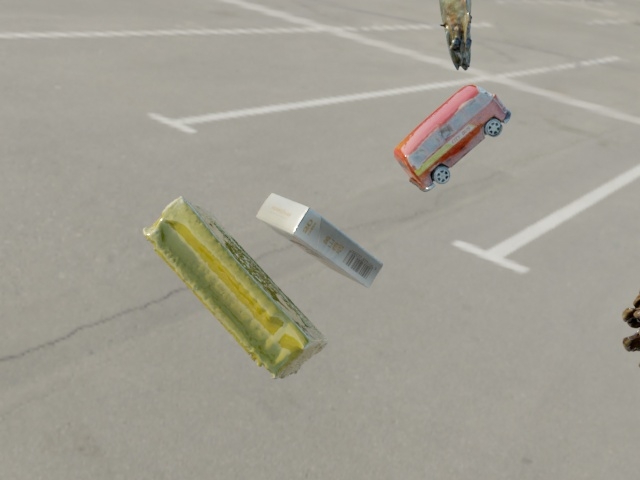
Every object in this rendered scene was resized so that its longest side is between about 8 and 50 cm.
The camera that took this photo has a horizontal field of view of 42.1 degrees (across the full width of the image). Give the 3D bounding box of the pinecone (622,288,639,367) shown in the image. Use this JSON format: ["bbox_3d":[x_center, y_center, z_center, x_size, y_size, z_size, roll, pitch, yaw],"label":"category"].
[{"bbox_3d":[0.432,0.091,0.940,0.179,0.195,0.150,45,-12,-30],"label":"pinecone"}]

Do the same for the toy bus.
[{"bbox_3d":[0.188,-0.154,1.205,0.077,0.174,0.079,47,2,-21],"label":"toy bus"}]

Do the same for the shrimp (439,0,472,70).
[{"bbox_3d":[0.215,-0.432,1.438,0.058,0.296,0.169,-4,0,-11],"label":"shrimp"}]

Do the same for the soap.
[{"bbox_3d":[-0.131,0.077,1.320,0.315,0.091,0.199,48,1,12],"label":"soap"}]

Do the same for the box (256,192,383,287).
[{"bbox_3d":[0.000,0.000,1.674,0.233,0.067,0.149,36,-9,-35],"label":"box"}]
